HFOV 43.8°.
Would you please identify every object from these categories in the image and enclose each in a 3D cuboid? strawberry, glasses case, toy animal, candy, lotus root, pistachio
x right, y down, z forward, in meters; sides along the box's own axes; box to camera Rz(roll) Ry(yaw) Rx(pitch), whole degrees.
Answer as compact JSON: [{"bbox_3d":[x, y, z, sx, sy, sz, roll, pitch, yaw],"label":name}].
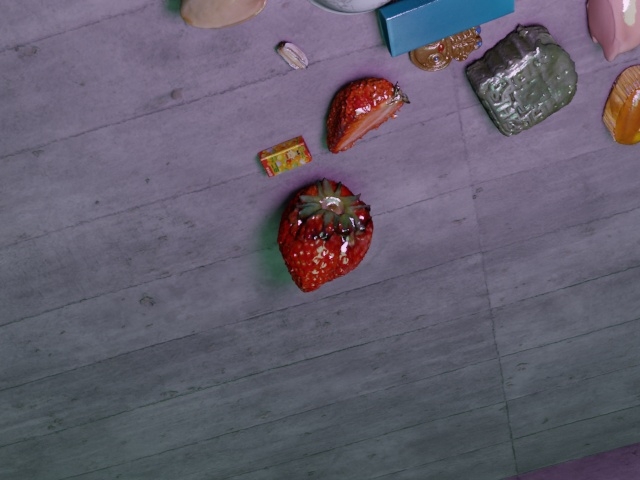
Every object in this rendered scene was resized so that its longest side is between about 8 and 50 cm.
[{"bbox_3d":[0.089,-0.318,1.908,0.236,0.107,0.175,-29,166,15],"label":"strawberry"},{"bbox_3d":[0.282,-0.518,1.774,0.301,0.070,0.117,-21,142,-3],"label":"glasses case"},{"bbox_3d":[0.000,0.000,2.064,0.250,0.238,0.288,-15,145,-24],"label":"strawberry"},{"bbox_3d":[0.736,-0.544,1.775,0.256,0.195,0.213,-26,138,7],"label":"toy animal"},{"bbox_3d":[-0.087,-0.211,1.998,0.122,0.038,0.062,-21,130,7],"label":"candy"},{"bbox_3d":[-0.062,-0.425,1.827,0.037,0.030,0.083,-14,136,45],"label":"lotus root"},{"bbox_3d":[-0.192,-0.520,1.660,0.215,0.144,0.144,-22,130,15],"label":"pistachio"}]

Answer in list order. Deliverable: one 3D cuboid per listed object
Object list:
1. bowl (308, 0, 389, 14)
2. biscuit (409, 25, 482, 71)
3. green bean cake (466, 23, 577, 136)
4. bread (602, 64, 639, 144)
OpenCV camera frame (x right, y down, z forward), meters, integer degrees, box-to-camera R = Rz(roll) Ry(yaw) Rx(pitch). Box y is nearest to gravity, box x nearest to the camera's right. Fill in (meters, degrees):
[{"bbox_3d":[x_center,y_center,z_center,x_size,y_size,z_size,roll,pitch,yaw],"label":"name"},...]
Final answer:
[{"bbox_3d":[0.082,-0.588,1.642,0.313,0.146,0.313,-6,130,-7],"label":"bowl"},{"bbox_3d":[0.294,-0.460,1.868,0.175,0.026,0.124,-16,131,3],"label":"biscuit"},{"bbox_3d":[0.487,-0.386,1.910,0.227,0.125,0.222,-34,129,11],"label":"green bean cake"},{"bbox_3d":[0.803,-0.336,2.019,0.132,0.114,0.190,-5,136,-10],"label":"bread"}]
